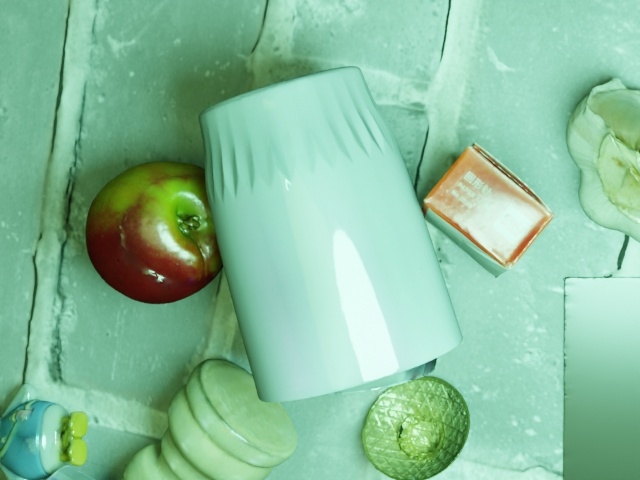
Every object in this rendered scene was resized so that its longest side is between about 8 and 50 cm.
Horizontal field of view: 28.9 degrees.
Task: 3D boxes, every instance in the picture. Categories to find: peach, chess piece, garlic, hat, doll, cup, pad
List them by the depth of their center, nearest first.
[{"bbox_3d":[0.387,-0.072,1.466,0.229,0.178,0.143,43,136,20],"label":"garlic"},{"bbox_3d":[0.000,0.000,1.466,0.253,0.253,0.372,-17,93,13],"label":"cup"},{"bbox_3d":[0.407,0.193,1.561,0.202,0.005,0.300,-1,98,11],"label":"pad"},{"bbox_3d":[-0.207,-0.008,1.571,0.197,0.197,0.197,2,98,11],"label":"peach"},{"bbox_3d":[0.133,0.255,1.600,0.146,0.067,0.146,-13,54,19],"label":"hat"},{"bbox_3d":[-0.182,0.313,1.634,0.167,0.167,0.300,43,111,3],"label":"chess piece"},{"bbox_3d":[-0.429,0.275,1.695,0.241,0.099,0.135,-3,110,10],"label":"doll"}]

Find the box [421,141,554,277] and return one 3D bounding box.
[{"bbox_3d":[0.197,-0.035,1.477,0.133,0.182,0.099,41,90,6],"label":"box"}]

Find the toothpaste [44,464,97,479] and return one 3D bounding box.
[{"bbox_3d":[-0.452,0.432,1.692,0.371,0.125,0.080,-39,49,3],"label":"toothpaste"}]
